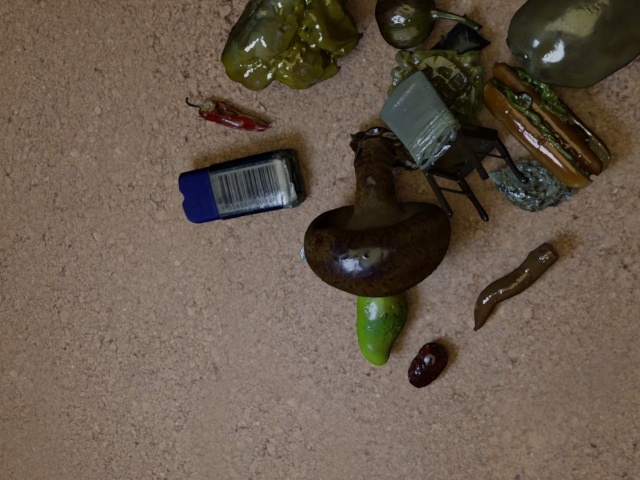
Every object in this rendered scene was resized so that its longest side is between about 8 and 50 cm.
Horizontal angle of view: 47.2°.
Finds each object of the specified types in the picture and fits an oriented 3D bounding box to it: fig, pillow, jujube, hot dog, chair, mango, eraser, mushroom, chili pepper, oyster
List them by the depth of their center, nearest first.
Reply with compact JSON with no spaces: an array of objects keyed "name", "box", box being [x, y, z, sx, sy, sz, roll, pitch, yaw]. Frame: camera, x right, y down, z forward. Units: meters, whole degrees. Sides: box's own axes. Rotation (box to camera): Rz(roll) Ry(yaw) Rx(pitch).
[{"name":"hot dog","box":[0.484,-0.260,1.596,0.135,0.100,0.337,-41,81,-7]},{"name":"fig","box":[0.239,-0.496,1.633,0.245,0.149,0.149,17,105,35]},{"name":"chair","box":[0.293,-0.211,1.646,0.160,0.186,0.319,-49,54,35]},{"name":"oyster","box":[0.477,-0.125,1.660,0.177,0.064,0.124,-12,89,23]},{"name":"pillow","box":[0.305,-0.436,1.682,0.150,0.048,0.090,-42,74,27]},{"name":"mushroom","box":[0.141,-0.049,1.683,0.331,0.334,0.356,20,116,18]},{"name":"jujube","box":[0.264,0.312,1.814,0.077,0.077,0.129,34,115,14]},{"name":"mango","box":[0.152,0.195,1.819,0.125,0.111,0.232,2,98,28]},{"name":"eraser","box":[-0.204,-0.137,1.913,0.332,0.101,0.154,-10,97,24]},{"name":"chili pepper","box":[-0.244,-0.326,1.927,0.268,0.059,0.050,19,144,15]}]

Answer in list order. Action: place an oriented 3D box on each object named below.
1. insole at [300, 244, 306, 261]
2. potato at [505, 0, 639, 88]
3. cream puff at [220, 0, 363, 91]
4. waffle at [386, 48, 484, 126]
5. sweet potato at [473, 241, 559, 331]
[{"name":"insole","box":[0.000,0.000,1.905,0.153,0.002,0.053,-42,82,23]},{"name":"potato","box":[0.549,-0.453,1.486,0.243,0.221,0.326,42,99,1]},{"name":"cream puff","box":[-0.064,-0.477,1.731,0.257,0.291,0.324,32,96,-17]},{"name":"waffle","box":[0.262,-0.334,1.685,0.224,0.054,0.204,5,119,16]},{"name":"sweet potato","box":[0.438,0.108,1.716,0.281,0.067,0.059,-44,45,27]}]
